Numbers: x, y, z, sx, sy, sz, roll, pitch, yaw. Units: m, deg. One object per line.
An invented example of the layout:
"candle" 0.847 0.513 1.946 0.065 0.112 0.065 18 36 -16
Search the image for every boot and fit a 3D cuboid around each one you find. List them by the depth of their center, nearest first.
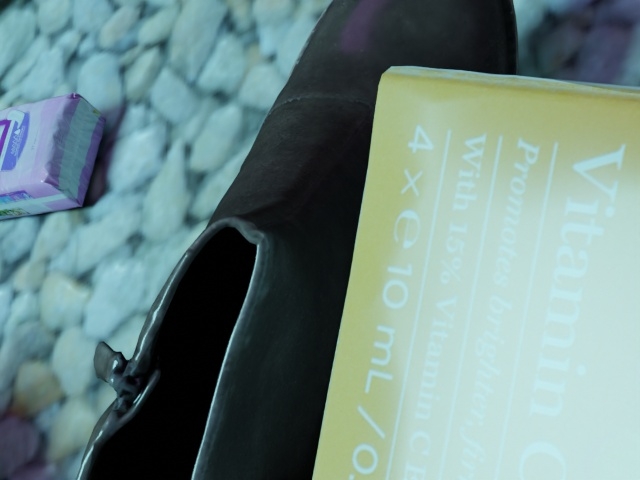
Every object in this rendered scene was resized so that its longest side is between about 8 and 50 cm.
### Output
"boot" 0.000 0.000 0.632 0.090 0.207 0.248 22 91 7

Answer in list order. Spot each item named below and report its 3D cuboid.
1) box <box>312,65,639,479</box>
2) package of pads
"box" 0.170 0.092 0.408 0.345 0.168 0.215 10 89 44
"package of pads" -0.141 -0.038 0.905 0.083 0.032 0.050 -7 58 39
